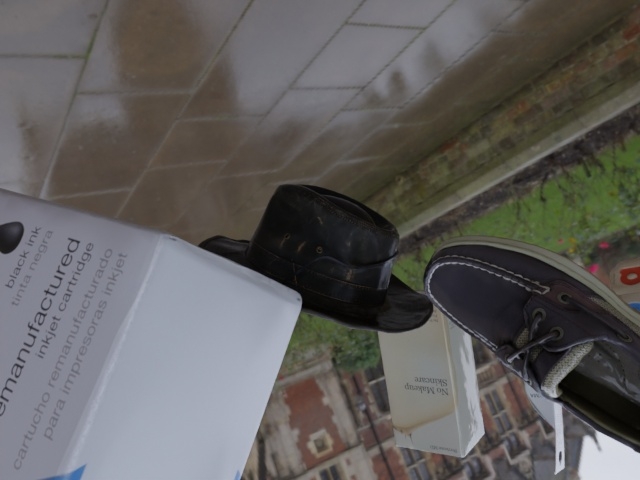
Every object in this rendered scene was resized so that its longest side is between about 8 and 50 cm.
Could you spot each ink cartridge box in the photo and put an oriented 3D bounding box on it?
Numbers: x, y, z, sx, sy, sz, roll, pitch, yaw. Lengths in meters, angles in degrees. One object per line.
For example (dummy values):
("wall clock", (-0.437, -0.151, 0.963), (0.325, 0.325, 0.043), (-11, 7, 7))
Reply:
("ink cartridge box", (-0.254, 0.111, 0.463), (0.395, 0.285, 0.166), (12, 168, 33))
("ink cartridge box", (0.341, 0.254, 0.903), (0.045, 0.179, 0.145), (-3, 164, 26))

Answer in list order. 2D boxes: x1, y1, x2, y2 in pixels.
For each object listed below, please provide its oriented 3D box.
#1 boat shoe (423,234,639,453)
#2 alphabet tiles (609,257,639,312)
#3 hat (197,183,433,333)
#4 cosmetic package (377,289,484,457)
("boat shoe", (0.207, 0.089, 0.492), (0.092, 0.285, 0.102), (-33, 148, -49))
("alphabet tiles", (0.493, 0.076, 0.701), (0.278, 0.284, 0.021), (-15, 134, 38))
("hat", (0.000, 0.000, 0.780), (0.331, 0.134, 0.331), (12, -167, -3))
("cosmetic package", (0.221, 0.261, 1.203), (0.160, 0.309, 0.113), (-6, -173, 38))
